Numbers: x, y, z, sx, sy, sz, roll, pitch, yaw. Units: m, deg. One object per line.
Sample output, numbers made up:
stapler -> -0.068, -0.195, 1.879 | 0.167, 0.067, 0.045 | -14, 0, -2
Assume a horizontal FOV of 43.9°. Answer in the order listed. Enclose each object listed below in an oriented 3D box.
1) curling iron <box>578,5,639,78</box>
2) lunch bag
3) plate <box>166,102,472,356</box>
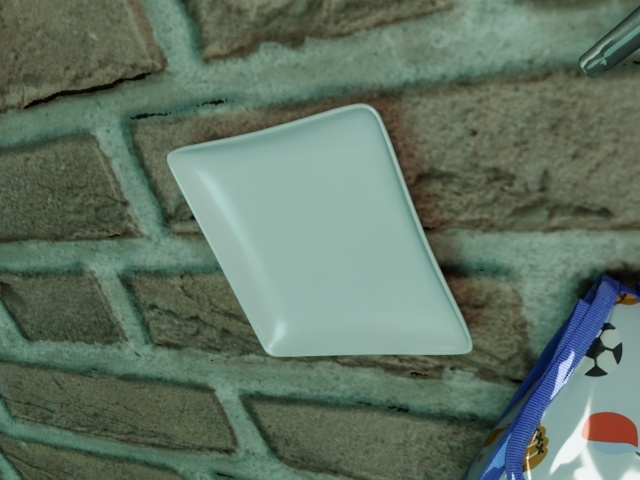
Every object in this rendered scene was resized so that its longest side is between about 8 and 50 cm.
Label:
curling iron -> 0.276, -0.177, 0.464 | 0.274, 0.035, 0.068 | -33, 114, 29
lunch bag -> 0.292, 0.256, 0.699 | 0.328, 0.239, 0.385 | 31, 118, 12
plate -> 0.000, 0.000, 0.827 | 0.277, 0.045, 0.278 | -7, 118, 38
